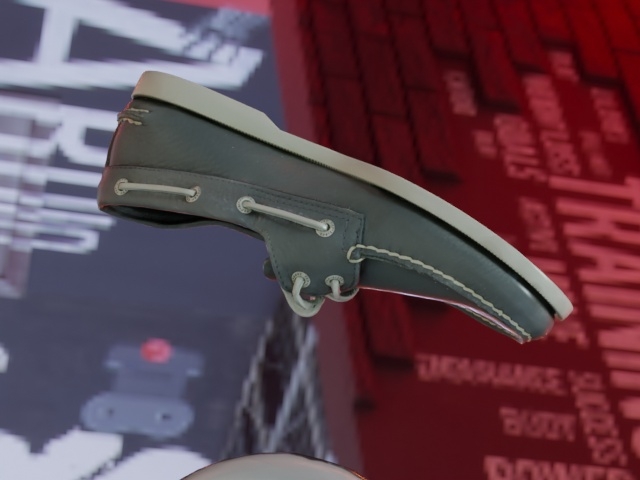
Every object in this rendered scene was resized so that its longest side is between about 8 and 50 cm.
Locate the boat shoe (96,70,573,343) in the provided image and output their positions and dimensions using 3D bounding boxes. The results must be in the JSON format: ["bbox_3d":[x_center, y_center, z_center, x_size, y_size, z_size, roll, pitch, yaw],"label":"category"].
[{"bbox_3d":[0.000,0.000,1.049,0.099,0.319,0.116,-60,159,-9],"label":"boat shoe"}]

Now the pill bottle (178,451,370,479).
[{"bbox_3d":[0.006,0.166,0.685,0.246,0.130,0.130,51,41,-70],"label":"pill bottle"}]
